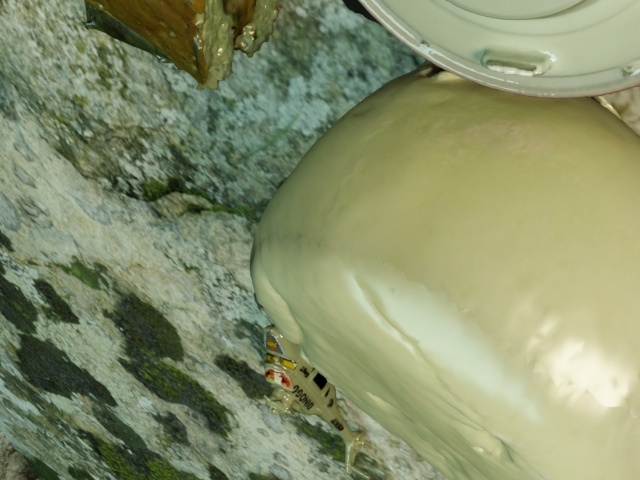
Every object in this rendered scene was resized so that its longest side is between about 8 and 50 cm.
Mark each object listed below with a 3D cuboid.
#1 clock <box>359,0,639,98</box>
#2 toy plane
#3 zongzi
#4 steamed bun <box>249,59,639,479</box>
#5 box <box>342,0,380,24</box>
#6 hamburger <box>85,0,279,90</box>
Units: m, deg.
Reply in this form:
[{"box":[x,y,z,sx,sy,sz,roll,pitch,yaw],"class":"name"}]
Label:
[{"box":[0.088,-0.169,0.410,0.244,0.056,0.244,26,142,22],"class":"clock"},{"box":[-0.001,0.189,1.070,0.092,0.108,0.286,13,150,36],"class":"toy plane"},{"box":[-0.136,-0.218,0.774,0.154,0.062,0.130,26,133,14],"class":"zongzi"},{"box":[0.131,0.035,0.608,0.312,0.233,0.334,38,166,7],"class":"steamed bun"},{"box":[0.111,-0.255,0.418,0.359,0.091,0.350,13,138,36],"class":"box"},{"box":[-0.130,-0.261,0.639,0.211,0.132,0.309,30,148,15],"class":"hamburger"}]
